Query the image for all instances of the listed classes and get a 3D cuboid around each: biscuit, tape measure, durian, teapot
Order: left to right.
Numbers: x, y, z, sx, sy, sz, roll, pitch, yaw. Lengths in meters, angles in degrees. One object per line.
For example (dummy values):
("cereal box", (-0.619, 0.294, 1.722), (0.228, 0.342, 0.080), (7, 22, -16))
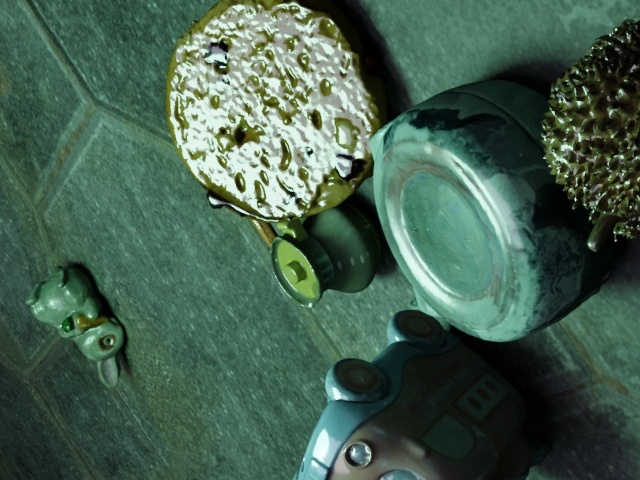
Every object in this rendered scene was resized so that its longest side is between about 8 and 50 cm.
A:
("biscuit", (-0.077, -0.023, 1.629), (0.102, 0.019, 0.130), (56, 179, 17))
("biscuit", (-0.051, -0.158, 1.466), (0.296, 0.075, 0.296), (9, 112, 24))
("teapot", (0.000, 0.000, 1.565), (0.130, 0.119, 0.166), (4, 120, 54))
("tape measure", (0.169, -0.033, 1.263), (0.275, 0.147, 0.256), (12, 125, 56))
("durian", (0.263, -0.079, 1.022), (0.167, 0.196, 0.196), (31, 141, 49))

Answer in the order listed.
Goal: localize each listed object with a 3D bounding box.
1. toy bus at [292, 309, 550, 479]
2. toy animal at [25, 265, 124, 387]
("toy bus", (0.120, 0.240, 1.458), (0.231, 0.294, 0.197), (31, 125, 20))
("toy animal", (-0.439, 0.165, 2.401), (0.125, 0.127, 0.251), (-13, 121, 47))
